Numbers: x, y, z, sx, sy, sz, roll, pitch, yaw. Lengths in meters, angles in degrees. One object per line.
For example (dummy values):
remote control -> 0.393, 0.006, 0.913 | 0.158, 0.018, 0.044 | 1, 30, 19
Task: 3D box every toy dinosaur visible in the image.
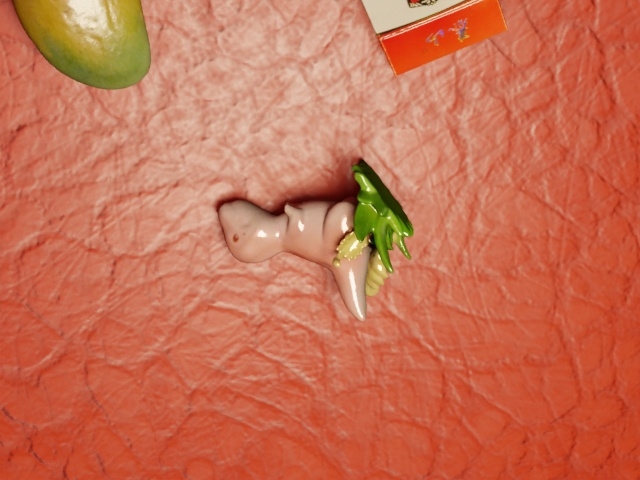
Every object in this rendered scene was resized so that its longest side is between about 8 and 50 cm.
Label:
toy dinosaur -> 0.001, 0.003, 1.864 | 0.177, 0.152, 0.194 | -38, 100, 11

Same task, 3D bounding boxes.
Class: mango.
mango -> -0.246, -0.242, 1.794 | 0.130, 0.092, 0.194 | -38, 115, 0

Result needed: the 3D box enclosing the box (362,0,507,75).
box -> 0.101, -0.281, 1.785 | 0.139, 0.035, 0.245 | -22, 139, 5
